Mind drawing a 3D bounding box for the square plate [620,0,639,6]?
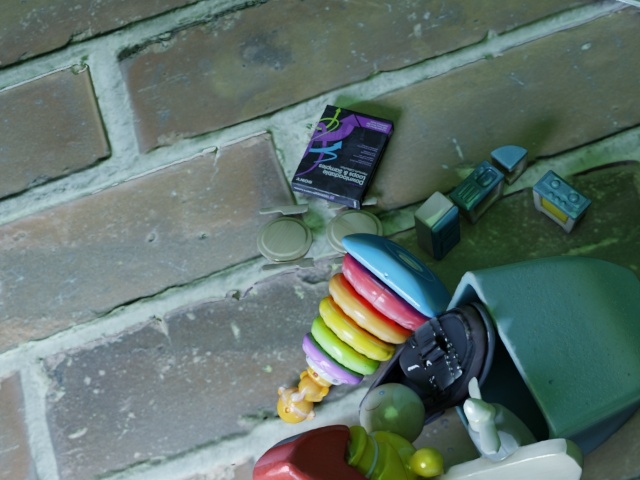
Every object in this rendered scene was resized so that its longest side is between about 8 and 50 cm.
[{"bbox_3d":[0.641,-0.481,1.957,0.344,0.049,0.347,24,73,18],"label":"square plate"}]

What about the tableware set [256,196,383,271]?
[{"bbox_3d":[0.000,0.000,1.861,0.194,0.039,0.128,-5,51,1],"label":"tableware set"}]

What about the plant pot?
[{"bbox_3d":[0.330,0.164,1.641,0.252,0.247,0.247,-17,64,-19],"label":"plant pot"}]

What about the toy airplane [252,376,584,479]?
[{"bbox_3d":[0.116,0.317,1.543,0.386,0.384,0.272,-1,62,1],"label":"toy airplane"}]

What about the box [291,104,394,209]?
[{"bbox_3d":[0.035,-0.133,1.905,0.116,0.029,0.162,16,63,14],"label":"box"}]

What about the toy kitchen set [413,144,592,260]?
[{"bbox_3d":[0.270,-0.036,1.788,0.166,0.122,0.207,41,79,22],"label":"toy kitchen set"}]

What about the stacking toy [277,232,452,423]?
[{"bbox_3d":[0.039,0.147,1.744,0.175,0.166,0.302,39,101,13],"label":"stacking toy"}]

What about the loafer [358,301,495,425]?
[{"bbox_3d":[0.137,0.182,1.617,0.095,0.302,0.109,-9,64,-23],"label":"loafer"}]
